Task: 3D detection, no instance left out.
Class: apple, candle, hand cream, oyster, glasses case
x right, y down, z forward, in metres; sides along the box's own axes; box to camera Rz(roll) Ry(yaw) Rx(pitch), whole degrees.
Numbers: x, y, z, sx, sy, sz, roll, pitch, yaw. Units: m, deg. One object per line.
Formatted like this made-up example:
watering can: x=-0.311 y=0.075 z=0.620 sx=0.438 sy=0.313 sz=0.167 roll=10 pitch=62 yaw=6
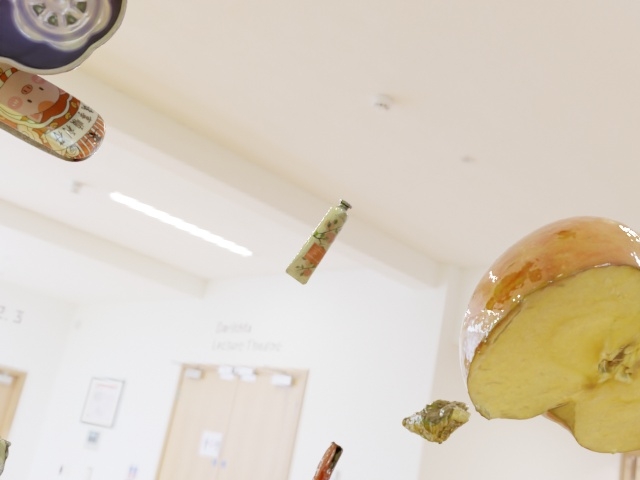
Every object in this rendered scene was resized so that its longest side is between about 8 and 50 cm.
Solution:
apple: x=0.282 y=0.079 z=0.838 sx=0.293 sy=0.163 sz=0.251 roll=21 pitch=-60 yaw=-22
candle: x=0.010 y=0.559 z=1.890 sx=0.053 sy=0.162 sz=0.048 roll=-5 pitch=-45 yaw=45
hand cream: x=0.000 y=0.000 z=1.994 sx=0.080 sy=0.234 sz=0.050 roll=39 pitch=-8 yaw=-37
oyster: x=0.144 y=0.227 z=1.004 sx=0.093 sy=0.051 sz=0.034 roll=-30 pitch=-57 yaw=16
glasses case: x=-0.473 y=-0.217 z=1.273 sx=0.267 sy=0.103 sz=0.067 roll=28 pitch=-35 yaw=-5

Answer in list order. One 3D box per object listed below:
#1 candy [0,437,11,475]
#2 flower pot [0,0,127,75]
candy: x=-0.434 y=0.195 z=0.973 sx=0.094 sy=0.226 sz=0.051 roll=9 pitch=-38 yaw=-40
flower pot: x=-0.417 y=-0.389 z=1.234 sx=0.265 sy=0.265 sz=0.243 roll=14 pitch=9 yaw=-9
